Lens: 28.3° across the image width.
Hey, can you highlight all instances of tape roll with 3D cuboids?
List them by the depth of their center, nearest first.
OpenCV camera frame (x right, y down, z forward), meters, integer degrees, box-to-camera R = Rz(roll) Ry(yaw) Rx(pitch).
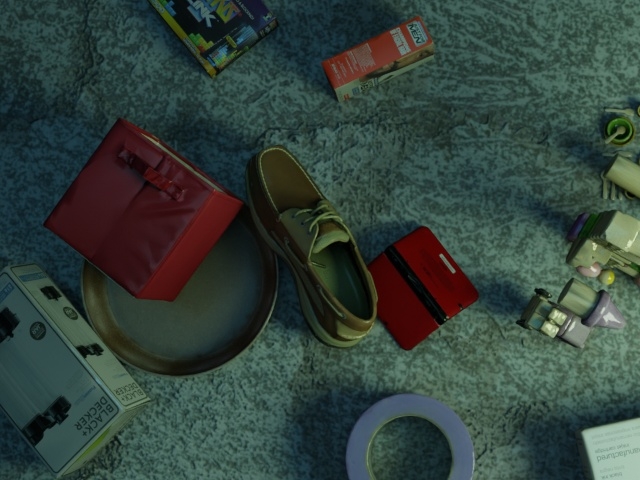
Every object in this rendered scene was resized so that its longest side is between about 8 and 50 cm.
[{"bbox_3d":[0.133,0.321,1.871,0.189,0.080,0.189,-1,81,6],"label":"tape roll"}]

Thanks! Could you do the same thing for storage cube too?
[{"bbox_3d":[-0.255,-0.040,1.855,0.184,0.215,0.193,37,93,10],"label":"storage cube"}]

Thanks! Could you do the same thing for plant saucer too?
[{"bbox_3d":[-0.216,0.059,1.963,0.311,0.050,0.310,-1,81,5],"label":"plant saucer"}]

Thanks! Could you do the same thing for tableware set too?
[{"bbox_3d":[0.482,-0.132,1.929,0.104,0.024,0.154,3,81,6],"label":"tableware set"}]

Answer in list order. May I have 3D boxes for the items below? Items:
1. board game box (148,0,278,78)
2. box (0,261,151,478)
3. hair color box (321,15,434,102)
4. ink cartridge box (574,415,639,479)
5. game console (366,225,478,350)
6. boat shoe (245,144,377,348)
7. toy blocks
[{"bbox_3d":[-0.173,-0.367,2.023,0.141,0.048,0.170,-40,80,0],"label":"board game box"},{"bbox_3d":[-0.416,0.194,1.923,0.169,0.087,0.290,-44,80,16],"label":"box"},{"bbox_3d":[0.090,-0.278,1.958,0.167,0.093,0.053,-26,81,2],"label":"hair color box"},{"bbox_3d":[0.494,0.383,1.804,0.198,0.115,0.272,-13,80,4],"label":"ink cartridge box"},{"bbox_3d":[0.147,0.072,1.940,0.124,0.085,0.144,-31,78,-31],"label":"game console"},{"bbox_3d":[0.000,0.000,1.896,0.123,0.120,0.324,-25,83,-29],"label":"boat shoe"},{"bbox_3d":[0.480,0.054,1.774,0.260,0.288,0.309,31,89,0],"label":"toy blocks"}]
